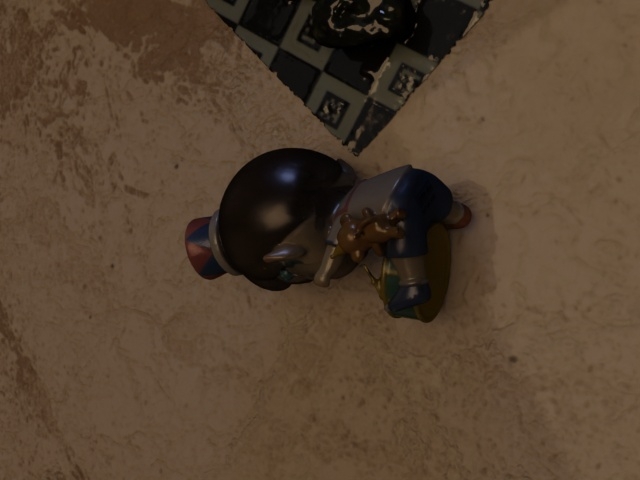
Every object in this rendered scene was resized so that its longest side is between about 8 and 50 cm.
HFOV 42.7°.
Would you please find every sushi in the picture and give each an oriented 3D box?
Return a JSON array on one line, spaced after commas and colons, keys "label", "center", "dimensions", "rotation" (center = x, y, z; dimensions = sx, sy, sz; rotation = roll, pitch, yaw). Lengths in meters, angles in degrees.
[{"label": "sushi", "center": [0.028, -0.310, 0.828], "dimensions": [0.339, 0.069, 0.320], "rotation": [-47, 70, 19]}]

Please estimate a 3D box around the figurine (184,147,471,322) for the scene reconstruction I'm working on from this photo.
[{"label": "figurine", "center": [-0.002, -0.008, 0.799], "dimensions": [0.275, 0.161, 0.158], "rotation": [11, 131, 29]}]
